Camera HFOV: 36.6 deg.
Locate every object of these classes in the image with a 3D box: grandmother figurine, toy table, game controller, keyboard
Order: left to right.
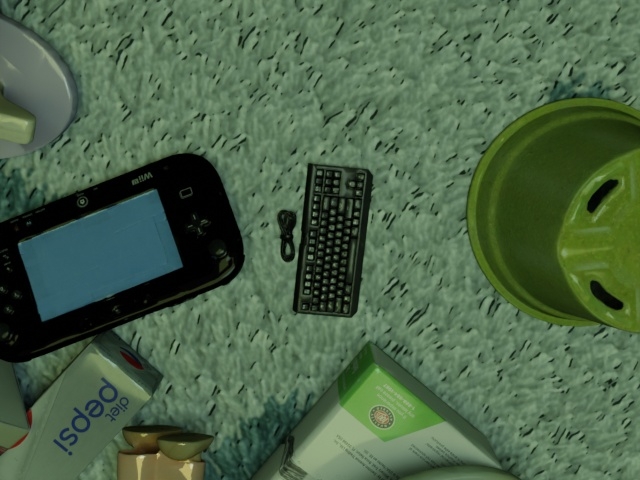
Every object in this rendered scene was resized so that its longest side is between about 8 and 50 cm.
[{"bbox_3d":[-0.417,-0.160,1.041,0.274,0.161,0.252,2,108,2],"label":"toy table"},{"bbox_3d":[-0.251,0.019,1.117,0.319,0.067,0.166,-21,85,2],"label":"game controller"},{"bbox_3d":[-0.198,0.395,1.131,0.104,0.208,0.342,6,86,-37],"label":"grandmother figurine"},{"bbox_3d":[0.000,0.000,1.151,0.108,0.023,0.180,6,97,-1],"label":"keyboard"}]

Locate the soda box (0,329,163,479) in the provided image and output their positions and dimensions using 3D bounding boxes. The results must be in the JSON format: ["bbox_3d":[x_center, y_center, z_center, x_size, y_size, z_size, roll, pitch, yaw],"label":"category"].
[{"bbox_3d":[-0.320,0.242,1.146,0.098,0.091,0.286,43,95,-6],"label":"soda box"}]

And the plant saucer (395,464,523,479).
[{"bbox_3d":[0.112,0.438,1.082,0.401,0.100,0.400,-12,123,-20],"label":"plant saucer"}]

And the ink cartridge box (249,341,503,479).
[{"bbox_3d":[0.046,0.292,1.145,0.198,0.115,0.273,40,96,-6],"label":"ink cartridge box"}]

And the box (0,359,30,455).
[{"bbox_3d":[-0.467,0.215,1.081,0.232,0.127,0.149,-40,140,12],"label":"box"}]

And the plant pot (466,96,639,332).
[{"bbox_3d":[0.313,-0.014,1.036,0.276,0.254,0.276,0,99,-1],"label":"plant pot"}]
